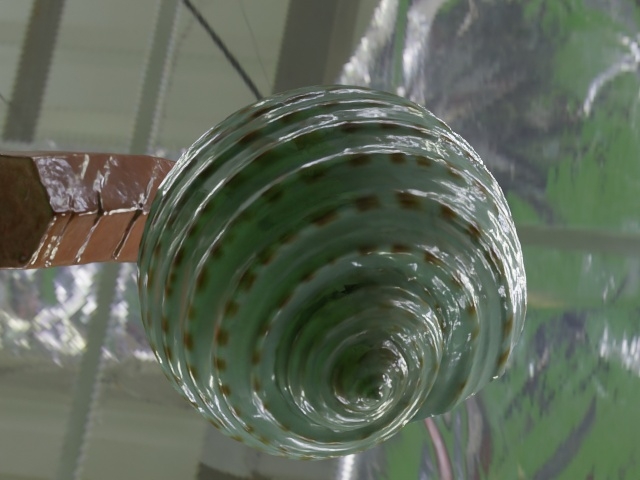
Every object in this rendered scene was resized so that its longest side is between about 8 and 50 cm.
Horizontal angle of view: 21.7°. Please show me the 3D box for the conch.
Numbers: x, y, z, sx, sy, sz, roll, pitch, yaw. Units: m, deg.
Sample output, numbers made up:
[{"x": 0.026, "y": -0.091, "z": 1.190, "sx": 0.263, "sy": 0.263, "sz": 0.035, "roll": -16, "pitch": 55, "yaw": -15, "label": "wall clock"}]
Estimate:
[{"x": 0.000, "y": -0.004, "z": 0.722, "sx": 0.172, "sy": 0.131, "sz": 0.200, "roll": -20, "pitch": -124, "yaw": -8, "label": "conch"}]

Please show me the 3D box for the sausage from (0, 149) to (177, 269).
[{"x": -0.107, "y": -0.015, "z": 0.824, "sx": 0.065, "sy": 0.169, "sz": 0.065, "roll": 0, "pitch": -89, "yaw": 26, "label": "sausage"}]
